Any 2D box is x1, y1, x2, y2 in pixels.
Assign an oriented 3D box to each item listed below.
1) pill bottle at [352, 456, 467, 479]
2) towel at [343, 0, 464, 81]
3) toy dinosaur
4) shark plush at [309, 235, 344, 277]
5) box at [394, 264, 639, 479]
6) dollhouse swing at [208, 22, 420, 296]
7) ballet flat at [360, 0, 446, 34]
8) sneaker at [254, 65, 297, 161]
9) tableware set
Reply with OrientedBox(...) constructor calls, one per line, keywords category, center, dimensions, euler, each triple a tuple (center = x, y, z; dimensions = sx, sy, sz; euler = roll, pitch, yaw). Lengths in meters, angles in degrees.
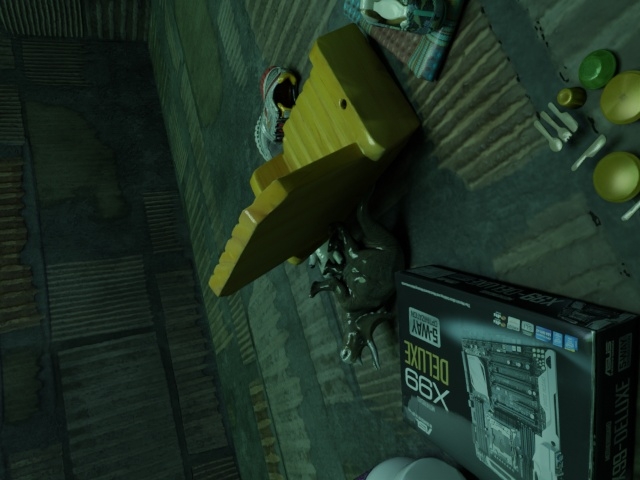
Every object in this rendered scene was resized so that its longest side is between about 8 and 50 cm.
OrientedBox(category="pill bottle", center=(0.122, 0.454, 0.768), dimensions=(0.169, 0.169, 0.302), euler=(66, 150, 29))
OrientedBox(category="towel", center=(0.135, -0.443, 0.627), dimensions=(0.272, 0.040, 0.371), euler=(59, 146, 40))
OrientedBox(category="toy dinosaur", center=(0.079, 0.050, 0.813), dimensions=(0.160, 0.121, 0.314), euler=(20, 111, 11))
OrientedBox(category="shark plush", center=(0.000, 0.000, 1.017), dimensions=(0.067, 0.073, 0.162), euler=(53, -161, -81))
OrientedBox(category="box", center=(0.218, 0.176, 0.596), dimensions=(0.307, 0.076, 0.243), euler=(16, 112, 61))
OrientedBox(category="dollhouse swing", center=(-0.071, -0.127, 0.790), dimensions=(0.315, 0.304, 0.347), euler=(63, 145, 18))
OrientedBox(category="ballet flat", center=(0.091, -0.323, 0.647), dimensions=(0.188, 0.070, 0.070), euler=(44, 135, 52))
OrientedBox(category="sneaker", center=(-0.097, -0.280, 1.088), dimensions=(0.092, 0.087, 0.226), euler=(34, 127, 55))
OrientedBox(category="tableware set", center=(0.282, -0.104, 0.450), dimensions=(0.154, 0.024, 0.104), euler=(65, 146, 33))
